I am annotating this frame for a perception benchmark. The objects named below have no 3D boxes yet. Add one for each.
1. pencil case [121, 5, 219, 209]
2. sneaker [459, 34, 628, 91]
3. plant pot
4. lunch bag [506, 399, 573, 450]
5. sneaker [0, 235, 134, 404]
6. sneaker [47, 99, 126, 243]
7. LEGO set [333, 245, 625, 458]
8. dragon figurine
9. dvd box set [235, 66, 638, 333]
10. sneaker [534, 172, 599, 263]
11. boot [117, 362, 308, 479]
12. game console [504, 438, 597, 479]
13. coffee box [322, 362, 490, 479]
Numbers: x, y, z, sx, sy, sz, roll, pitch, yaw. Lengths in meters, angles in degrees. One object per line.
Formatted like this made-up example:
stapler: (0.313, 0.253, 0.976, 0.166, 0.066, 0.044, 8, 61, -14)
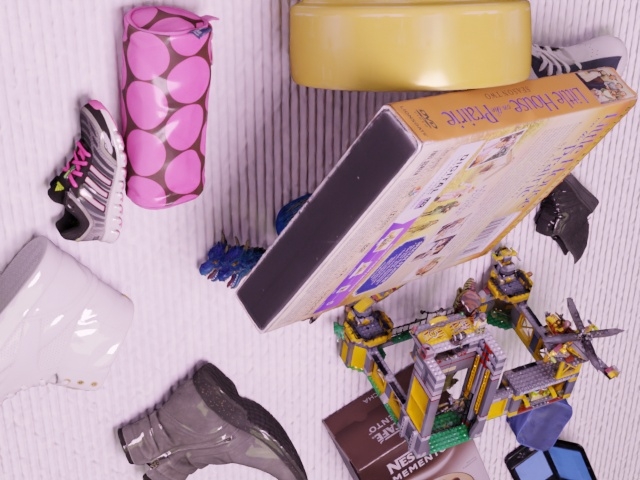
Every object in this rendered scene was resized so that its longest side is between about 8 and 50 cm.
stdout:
pencil case: (-0.159, -0.140, 1.208, 0.098, 0.095, 0.209, -17, 127, -37)
sneaker: (0.263, -0.218, 1.376, 0.235, 0.094, 0.153, -25, 135, 0)
plant pot: (0.093, -0.284, 1.171, 0.254, 0.254, 0.239, -7, 105, -24)
lunch bag: (0.327, 0.257, 1.705, 0.067, 0.065, 0.098, 24, 106, -20)
sneaker: (-0.333, 0.154, 1.273, 0.169, 0.108, 0.292, 38, 95, -34)
sneaker: (-0.253, -0.067, 1.214, 0.075, 0.063, 0.170, -12, 127, -28)
LEGO set: (0.192, 0.108, 1.431, 0.331, 0.255, 0.192, -9, 138, -15)
dragon figurine: (0.000, 0.000, 1.371, 0.289, 0.085, 0.144, -31, 127, -7)
dvd box set: (0.137, -0.053, 1.246, 0.420, 0.062, 0.307, -16, 154, -46)
sneaker: (0.320, -0.043, 1.536, 0.170, 0.051, 0.089, 33, 95, -40)
boot: (-0.139, 0.274, 1.473, 0.161, 0.083, 0.246, -38, 123, 6)
game console: (0.362, 0.365, 1.780, 0.107, 0.071, 0.122, -34, 127, -7)
coffee box: (0.141, 0.338, 1.619, 0.168, 0.119, 0.297, -31, 127, -8)
